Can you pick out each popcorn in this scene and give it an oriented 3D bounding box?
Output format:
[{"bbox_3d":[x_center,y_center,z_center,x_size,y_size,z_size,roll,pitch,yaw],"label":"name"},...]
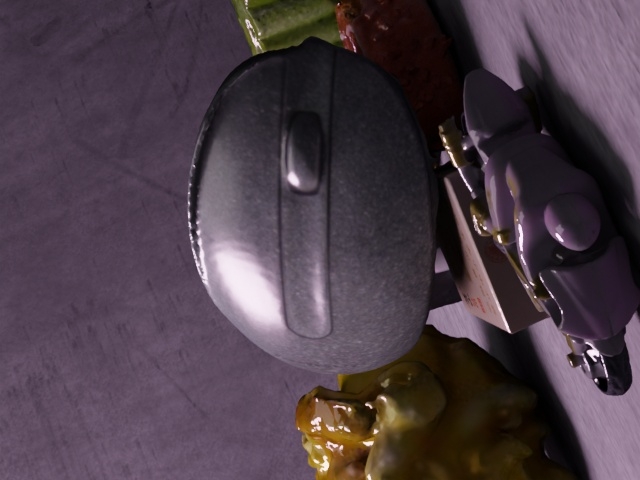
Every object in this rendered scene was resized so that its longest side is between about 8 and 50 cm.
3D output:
[{"bbox_3d":[0.115,0.247,1.571,0.321,0.290,0.326,-78,-35,-76],"label":"popcorn"}]

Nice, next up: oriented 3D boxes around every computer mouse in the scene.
[{"bbox_3d":[0.001,0.003,1.259,0.374,0.203,0.114,81,-160,-47],"label":"computer mouse"}]

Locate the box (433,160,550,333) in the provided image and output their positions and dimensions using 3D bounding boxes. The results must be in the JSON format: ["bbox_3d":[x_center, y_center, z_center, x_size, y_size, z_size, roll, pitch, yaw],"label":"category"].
[{"bbox_3d":[0.139,-0.002,1.270,0.201,0.058,0.141,-173,60,-86],"label":"box"}]

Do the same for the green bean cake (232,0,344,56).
[{"bbox_3d":[-0.049,-0.295,1.722,0.248,0.125,0.222,-119,7,-63],"label":"green bean cake"}]

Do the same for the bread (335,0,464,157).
[{"bbox_3d":[0.071,-0.143,1.283,0.160,0.073,0.160,160,90,-87],"label":"bread"}]

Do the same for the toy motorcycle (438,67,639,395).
[{"bbox_3d":[0.146,-0.011,0.973,0.152,0.073,0.225,80,165,-70],"label":"toy motorcycle"}]

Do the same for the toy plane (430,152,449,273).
[{"bbox_3d":[0.030,-0.029,1.437,0.252,0.252,0.118,67,-166,2],"label":"toy plane"}]

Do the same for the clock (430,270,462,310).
[{"bbox_3d":[0.091,-0.046,1.799,0.280,0.055,0.281,157,90,-86],"label":"clock"}]

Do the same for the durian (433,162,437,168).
[{"bbox_3d":[0.060,-0.101,1.558,0.208,0.102,0.146,64,173,-28],"label":"durian"}]
